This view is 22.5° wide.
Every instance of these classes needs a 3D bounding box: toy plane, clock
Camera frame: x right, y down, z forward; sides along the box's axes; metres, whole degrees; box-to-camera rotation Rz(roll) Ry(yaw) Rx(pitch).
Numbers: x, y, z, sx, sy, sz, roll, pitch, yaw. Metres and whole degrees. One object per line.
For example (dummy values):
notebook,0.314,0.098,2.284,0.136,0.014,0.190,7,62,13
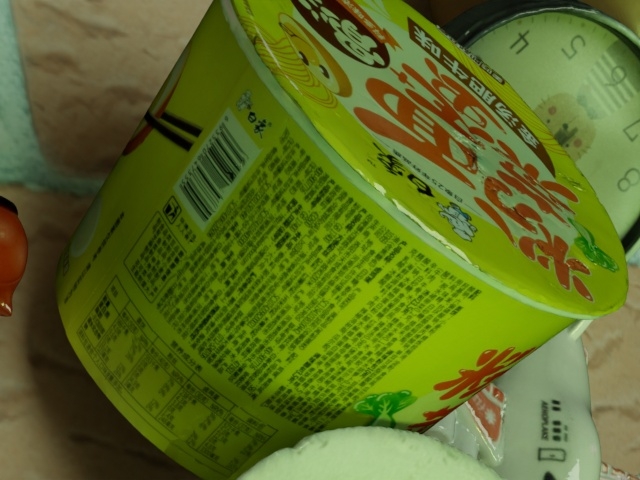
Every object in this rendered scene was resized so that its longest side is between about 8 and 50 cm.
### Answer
toy plane,0.163,0.140,1.216,0.252,0.118,0.252,21,58,-39
clock,0.155,-0.066,1.164,0.226,0.049,0.226,-5,104,-19

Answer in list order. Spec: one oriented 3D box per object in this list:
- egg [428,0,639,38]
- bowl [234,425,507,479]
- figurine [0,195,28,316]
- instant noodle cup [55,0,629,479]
egg,0.246,-0.199,1.334,0.301,0.301,0.374,-26,92,-51
bowl,0.000,0.332,0.864,0.435,0.196,0.435,24,56,-41
figurine,-0.218,-0.014,0.897,0.140,0.068,0.075,45,40,-21
instant noodle cup,0.000,0.000,0.958,0.311,0.221,0.311,35,25,-19
